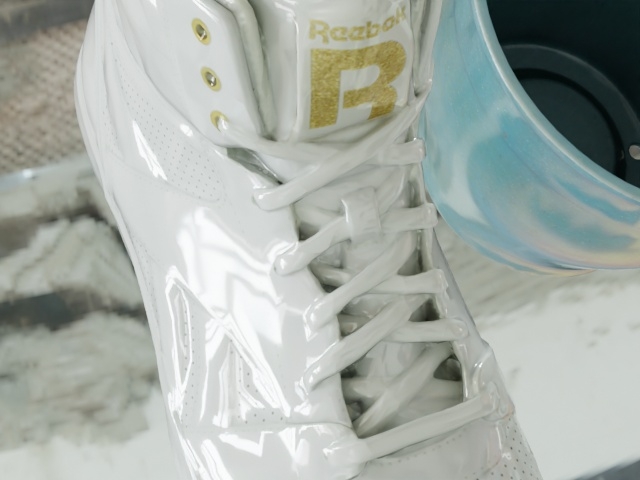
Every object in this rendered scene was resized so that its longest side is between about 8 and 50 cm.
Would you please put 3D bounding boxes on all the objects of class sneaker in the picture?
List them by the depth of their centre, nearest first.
[{"bbox_3d":[0.000,0.000,0.489,0.108,0.293,0.169,-21,-24,-20],"label":"sneaker"}]

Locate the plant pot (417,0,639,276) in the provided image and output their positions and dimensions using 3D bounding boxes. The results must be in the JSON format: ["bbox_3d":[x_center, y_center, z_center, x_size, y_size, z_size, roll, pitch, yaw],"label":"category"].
[{"bbox_3d":[0.180,-0.097,1.033,0.271,0.272,0.255,-4,-18,-17],"label":"plant pot"}]
